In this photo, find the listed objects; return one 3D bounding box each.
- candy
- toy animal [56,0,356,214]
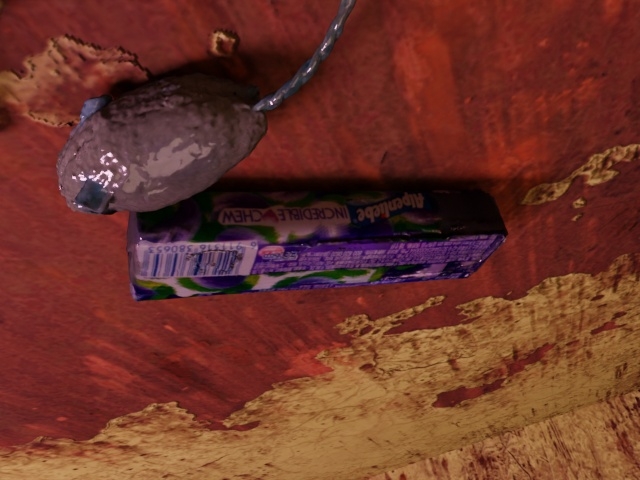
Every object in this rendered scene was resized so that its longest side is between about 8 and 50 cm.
[{"bbox_3d":[0.000,0.000,0.539,0.312,0.061,0.088,-1,148,-22],"label":"candy"},{"bbox_3d":[-0.057,-0.083,0.376,0.253,0.070,0.079,-33,162,21],"label":"toy animal"}]
